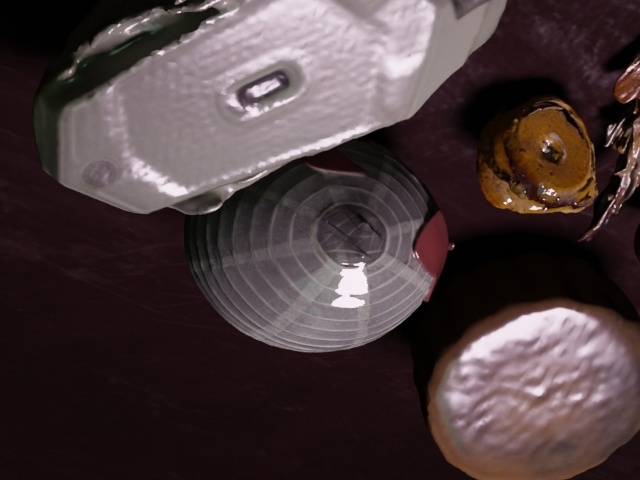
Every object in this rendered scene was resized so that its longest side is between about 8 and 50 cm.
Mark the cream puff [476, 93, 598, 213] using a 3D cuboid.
[{"bbox_3d":[0.220,-0.081,1.222,0.133,0.119,0.104,27,156,-23],"label":"cream puff"}]

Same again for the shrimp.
[{"bbox_3d":[0.316,-0.112,1.238,0.117,0.066,0.262,24,122,-17],"label":"shrimp"}]

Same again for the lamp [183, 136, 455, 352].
[{"bbox_3d":[0.000,0.000,1.198,0.265,0.233,0.233,27,135,-19],"label":"lamp"}]

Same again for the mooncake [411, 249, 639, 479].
[{"bbox_3d":[0.256,0.151,1.466,0.290,0.161,0.290,-3,121,-6],"label":"mooncake"}]

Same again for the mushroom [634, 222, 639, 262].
[{"bbox_3d":[0.450,-0.062,1.300,0.226,0.148,0.218,-15,127,-4],"label":"mushroom"}]

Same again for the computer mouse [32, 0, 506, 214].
[{"bbox_3d":[-0.050,-0.174,1.025,0.428,0.145,0.228,-23,136,3],"label":"computer mouse"}]
